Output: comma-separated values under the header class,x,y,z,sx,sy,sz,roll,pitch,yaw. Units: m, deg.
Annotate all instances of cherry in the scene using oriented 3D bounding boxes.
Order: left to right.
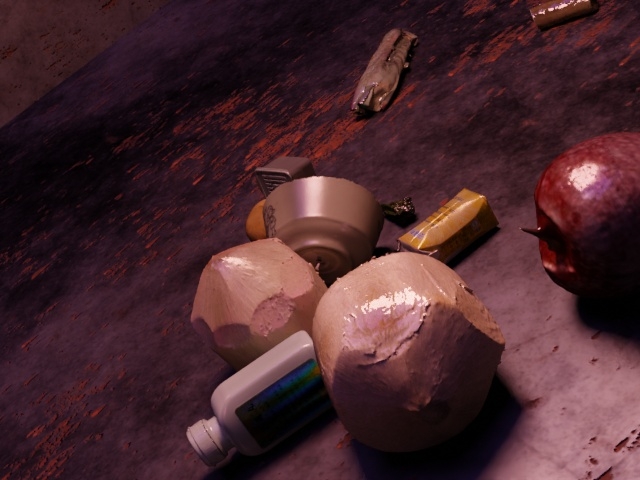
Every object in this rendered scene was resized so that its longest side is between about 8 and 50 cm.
class,x,y,z,sx,sy,sz,roll,pitch,yaw
cherry,0.409,-0.037,1.405,0.300,0.230,0.203,-16,42,-3

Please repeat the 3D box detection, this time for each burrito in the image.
class,x,y,z,sx,sy,sz,roll,pitch,yaw
burrito,0.140,-0.374,2.302,0.096,0.066,0.309,-15,33,34

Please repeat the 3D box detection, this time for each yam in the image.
class,x,y,z,sx,sy,sz,roll,pitch,yaw
yam,0.497,-0.473,2.141,0.132,0.054,0.054,-16,33,25

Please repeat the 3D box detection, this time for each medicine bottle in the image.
class,x,y,z,sx,sy,sz,roll,pitch,yaw
medicine bottle,-0.085,0.241,1.532,0.229,0.121,0.083,-35,31,-5

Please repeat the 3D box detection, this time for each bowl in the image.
class,x,y,z,sx,sy,sz,roll,pitch,yaw
bowl,0.000,0.000,1.753,0.211,0.211,0.112,-15,47,26

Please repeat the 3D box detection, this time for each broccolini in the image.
class,x,y,z,sx,sy,sz,roll,pitch,yaw
broccolini,0.092,-0.061,1.906,0.044,0.042,0.218,-46,31,-25

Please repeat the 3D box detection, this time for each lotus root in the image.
class,x,y,z,sx,sy,sz,roll,pitch,yaw
lotus root,-0.066,-0.029,1.925,0.221,0.125,0.118,-7,79,44

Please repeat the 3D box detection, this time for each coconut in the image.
class,x,y,z,sx,sy,sz,roll,pitch,yaw
coconut,-0.093,0.101,1.638,0.224,0.234,0.224,-19,34,13
coconut,0.116,0.149,1.385,0.245,0.245,0.247,-32,31,-1

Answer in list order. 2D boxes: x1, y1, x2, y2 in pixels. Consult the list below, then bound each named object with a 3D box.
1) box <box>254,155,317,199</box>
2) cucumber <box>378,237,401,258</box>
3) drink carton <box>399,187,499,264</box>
class,x,y,z,sx,sy,sz,roll,pitch,yaw
box,-0.065,-0.123,2.099,0.122,0.084,0.069,9,41,47
cucumber,0.082,0.060,1.740,0.163,0.043,0.039,-37,-12,-15
drink carton,0.186,0.001,1.694,0.200,0.074,0.084,-37,30,-12
